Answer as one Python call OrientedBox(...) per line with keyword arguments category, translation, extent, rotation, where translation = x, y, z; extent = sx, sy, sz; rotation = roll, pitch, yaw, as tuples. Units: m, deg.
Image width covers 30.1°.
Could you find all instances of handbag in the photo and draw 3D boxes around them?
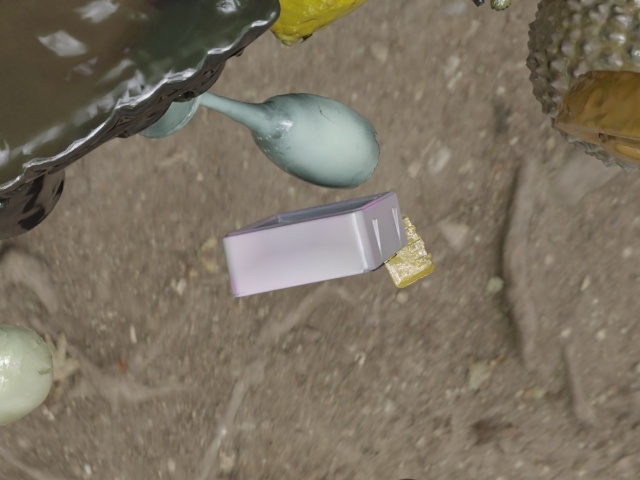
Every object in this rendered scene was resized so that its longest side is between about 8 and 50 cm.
OrientedBox(category="handbag", translation=(0.110, 0.015, 1.581), extent=(0.061, 0.027, 0.083), rotation=(-26, 96, 6))

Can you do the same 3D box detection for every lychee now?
OrientedBox(category="lychee", translation=(0.492, -0.268, 1.669), extent=(0.380, 0.380, 0.432), rotation=(-35, 35, -17))

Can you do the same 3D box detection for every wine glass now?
OrientedBox(category="wine glass", translation=(-0.080, -0.192, 1.208), extent=(0.096, 0.310, 0.264), rotation=(-31, 66, 28))

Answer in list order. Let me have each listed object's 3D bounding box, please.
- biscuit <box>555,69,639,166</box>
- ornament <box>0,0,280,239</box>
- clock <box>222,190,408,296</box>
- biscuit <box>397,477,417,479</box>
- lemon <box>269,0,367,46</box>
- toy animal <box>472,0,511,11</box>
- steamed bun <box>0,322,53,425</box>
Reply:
OrientedBox(category="biscuit", translation=(0.159, -0.029, 0.434), extent=(0.142, 0.221, 0.028), rotation=(19, 98, 28))
OrientedBox(category="ornament", translation=(-0.158, -0.083, 0.780), extent=(0.251, 0.260, 0.106), rotation=(-34, 86, -17))
OrientedBox(category="clock", translation=(0.000, 0.000, 1.223), extent=(0.150, 0.197, 0.063), rotation=(-11, 95, 16))
OrientedBox(category="biscuit", translation=(0.132, 0.516, 1.604), extent=(0.381, 0.358, 0.074), rotation=(32, 30, 35))
OrientedBox(category="lemon", translation=(-0.020, -0.411, 1.563), extent=(0.254, 0.253, 0.310), rotation=(5, 93, -5))
OrientedBox(category="toy animal", translation=(0.210, -0.383, 1.489), extent=(0.103, 0.101, 0.218), rotation=(19, 82, 10))
OrientedBox(category="steamed bun", translation=(-0.313, 0.132, 1.143), extent=(0.113, 0.130, 0.090), rotation=(-7, 75, -26))
